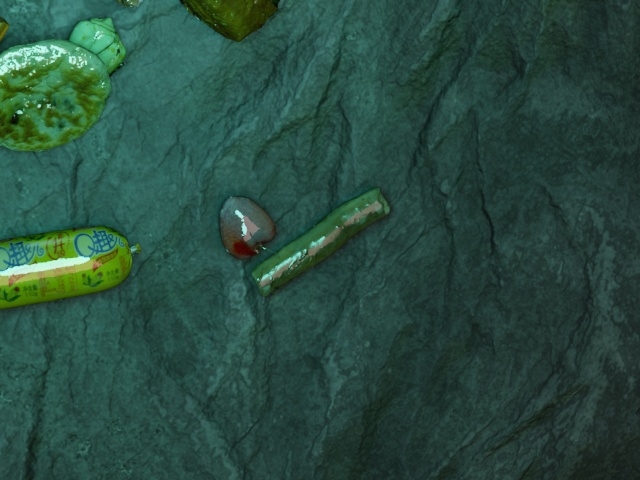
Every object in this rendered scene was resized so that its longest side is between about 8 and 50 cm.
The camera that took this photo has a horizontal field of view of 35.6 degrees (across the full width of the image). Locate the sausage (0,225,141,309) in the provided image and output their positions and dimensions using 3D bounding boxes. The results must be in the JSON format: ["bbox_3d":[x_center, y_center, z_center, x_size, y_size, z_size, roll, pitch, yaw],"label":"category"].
[{"bbox_3d":[-0.489,0.048,1.768,0.347,0.123,0.123,-11,110,-17],"label":"sausage"}]

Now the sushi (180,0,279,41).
[{"bbox_3d":[-0.182,-0.457,1.718,0.140,0.149,0.287,-58,137,-8],"label":"sushi"}]

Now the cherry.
[{"bbox_3d":[-0.140,-0.026,1.903,0.106,0.087,0.126,-13,92,-10],"label":"cherry"}]

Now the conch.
[{"bbox_3d":[-0.400,-0.309,1.726,0.105,0.079,0.170,33,108,-22],"label":"conch"}]

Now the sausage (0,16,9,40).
[{"bbox_3d":[-0.658,-0.286,1.544,0.233,0.233,0.287,34,91,-26],"label":"sausage"}]

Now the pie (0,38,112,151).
[{"bbox_3d":[-0.467,-0.239,1.673,0.240,0.054,0.240,-19,145,-14],"label":"pie"}]

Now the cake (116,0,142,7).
[{"bbox_3d":[-0.370,-0.528,1.670,0.116,0.113,0.295,-35,103,-13],"label":"cake"}]

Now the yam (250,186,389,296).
[{"bbox_3d":[0.000,0.000,1.975,0.317,0.067,0.071,-34,129,-7],"label":"yam"}]
